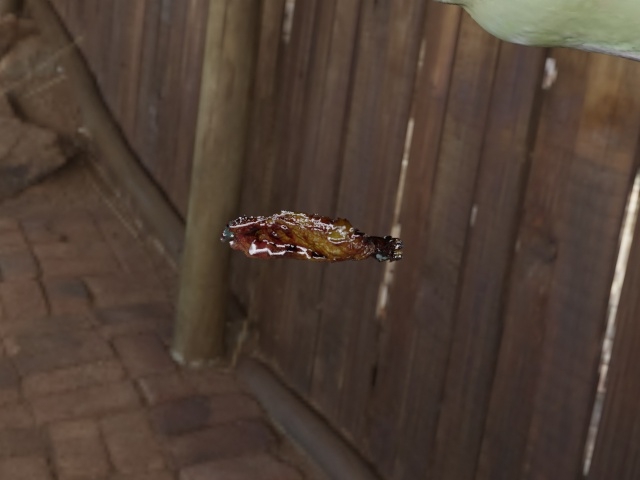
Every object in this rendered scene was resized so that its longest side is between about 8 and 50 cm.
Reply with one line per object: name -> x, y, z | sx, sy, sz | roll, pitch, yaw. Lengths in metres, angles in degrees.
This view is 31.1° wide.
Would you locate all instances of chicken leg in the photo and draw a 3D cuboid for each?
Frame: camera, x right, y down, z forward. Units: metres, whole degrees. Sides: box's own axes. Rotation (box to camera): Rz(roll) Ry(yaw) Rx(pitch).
chicken leg -> -0.001, -0.001, 0.496 | 0.083, 0.021, 0.036 | 4, -14, -11

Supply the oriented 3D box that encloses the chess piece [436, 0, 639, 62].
chess piece -> 0.288, -0.154, 0.710 | 0.442, 0.234, 0.234 | 29, 17, -1
